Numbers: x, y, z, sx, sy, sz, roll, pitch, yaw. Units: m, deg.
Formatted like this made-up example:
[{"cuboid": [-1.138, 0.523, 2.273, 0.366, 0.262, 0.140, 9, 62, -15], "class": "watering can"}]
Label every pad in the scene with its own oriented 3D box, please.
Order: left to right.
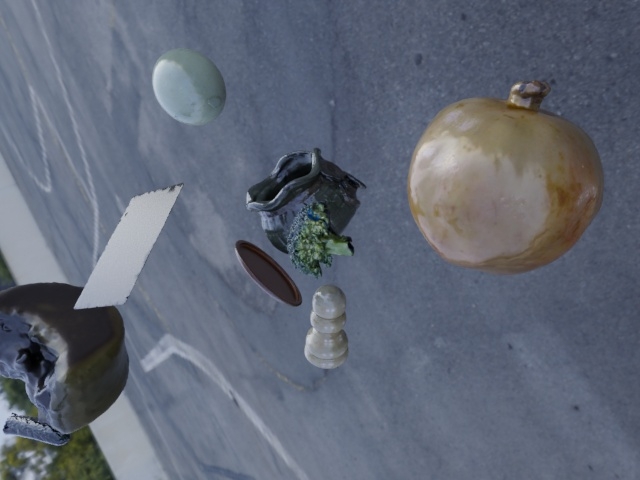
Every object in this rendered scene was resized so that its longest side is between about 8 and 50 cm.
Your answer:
[{"cuboid": [-0.445, 0.013, 1.520, 0.220, 0.330, 0.004, -8, 142, 41], "class": "pad"}]

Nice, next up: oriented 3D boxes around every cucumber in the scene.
[{"cuboid": [-0.767, 0.509, 1.763, 0.245, 0.067, 0.067, -2, 118, 30], "class": "cucumber"}]

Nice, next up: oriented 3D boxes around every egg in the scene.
[{"cuboid": [-0.360, -0.421, 1.782, 0.253, 0.186, 0.186, 47, 153, 28], "class": "egg"}]

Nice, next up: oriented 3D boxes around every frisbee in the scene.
[{"cuboid": [-0.145, 0.092, 1.808, 0.251, 0.021, 0.251, 44, -168, -12], "class": "frisbee"}]

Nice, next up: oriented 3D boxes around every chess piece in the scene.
[{"cuboid": [0.019, 0.243, 1.935, 0.143, 0.143, 0.261, 41, 143, 42], "class": "chess piece"}]

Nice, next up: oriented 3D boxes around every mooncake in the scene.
[{"cuboid": [-0.718, 0.313, 1.743, 0.394, 0.393, 0.246, -107, 20, -49], "class": "mooncake"}]

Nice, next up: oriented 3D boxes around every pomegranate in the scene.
[{"cuboid": [0.375, -0.129, 1.327, 0.411, 0.411, 0.411, 47, 153, 33], "class": "pomegranate"}]

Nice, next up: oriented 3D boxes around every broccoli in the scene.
[{"cuboid": [0.000, 0.000, 1.499, 0.167, 0.160, 0.154, -82, -4, -56], "class": "broccoli"}]

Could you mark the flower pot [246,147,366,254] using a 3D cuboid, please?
[{"cuboid": [-0.037, -0.115, 1.775, 0.213, 0.302, 0.302, 50, 163, -23], "class": "flower pot"}]
